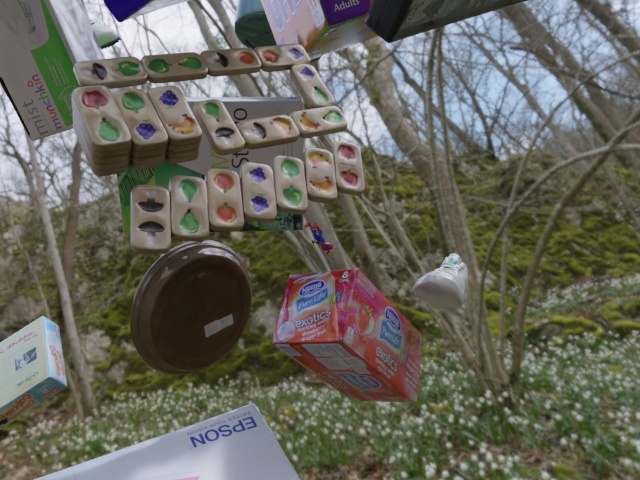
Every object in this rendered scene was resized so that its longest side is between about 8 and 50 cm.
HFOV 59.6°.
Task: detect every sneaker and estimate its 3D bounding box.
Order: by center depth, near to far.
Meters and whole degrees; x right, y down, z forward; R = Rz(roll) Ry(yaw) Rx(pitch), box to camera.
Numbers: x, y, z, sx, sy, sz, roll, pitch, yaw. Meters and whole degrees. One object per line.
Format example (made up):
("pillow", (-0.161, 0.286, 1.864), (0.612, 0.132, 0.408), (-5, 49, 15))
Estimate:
("sneaker", (0.206, 0.062, 0.910), (0.094, 0.080, 0.212), (-69, -21, -8))
("sneaker", (-0.523, -0.451, 1.185), (0.085, 0.237, 0.086), (-49, -33, -37))

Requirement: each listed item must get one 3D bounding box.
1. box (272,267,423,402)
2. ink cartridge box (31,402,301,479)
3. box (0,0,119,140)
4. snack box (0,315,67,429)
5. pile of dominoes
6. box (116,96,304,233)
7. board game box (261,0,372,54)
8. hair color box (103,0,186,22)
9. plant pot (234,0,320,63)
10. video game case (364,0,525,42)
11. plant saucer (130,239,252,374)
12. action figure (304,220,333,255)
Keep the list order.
("box", (0.055, 0.160, 0.894), (0.128, 0.123, 0.257), (-8, -37, 33))
("ink cartridge box", (-0.160, 0.369, 0.662), (0.324, 0.330, 0.071), (-12, -58, -28))
("box", (-0.462, -0.325, 0.946), (0.127, 0.231, 0.262), (-19, -70, -3))
("snack box", (-0.716, 0.325, 1.219), (0.322, 0.187, 0.060), (-33, -43, -2))
("pile of dominoes", (-0.075, -0.105, 0.488), (0.251, 0.196, 0.040), (-17, -22, -31))
("box", (-0.190, -0.130, 0.973), (0.322, 0.058, 0.232), (-1, -70, -3))
("board game box", (0.069, -0.570, 1.010), (0.356, 0.356, 0.356), (-22, 11, -11))
("hair color box", (-0.096, -0.361, 0.622), (0.185, 0.339, 0.110), (-19, -69, 29))
("plant pot", (-0.077, -0.692, 1.529), (0.341, 0.341, 0.334), (28, -107, -54))
("video game case", (0.167, -0.286, 0.392), (0.248, 0.035, 0.275), (-30, -22, -36))
("plant saucer", (-0.239, 0.137, 1.104), (0.278, 0.041, 0.278), (-16, -67, -43))
("action figure", (0.000, 0.000, 1.262), (0.115, 0.038, 0.030), (51, -125, -49))
